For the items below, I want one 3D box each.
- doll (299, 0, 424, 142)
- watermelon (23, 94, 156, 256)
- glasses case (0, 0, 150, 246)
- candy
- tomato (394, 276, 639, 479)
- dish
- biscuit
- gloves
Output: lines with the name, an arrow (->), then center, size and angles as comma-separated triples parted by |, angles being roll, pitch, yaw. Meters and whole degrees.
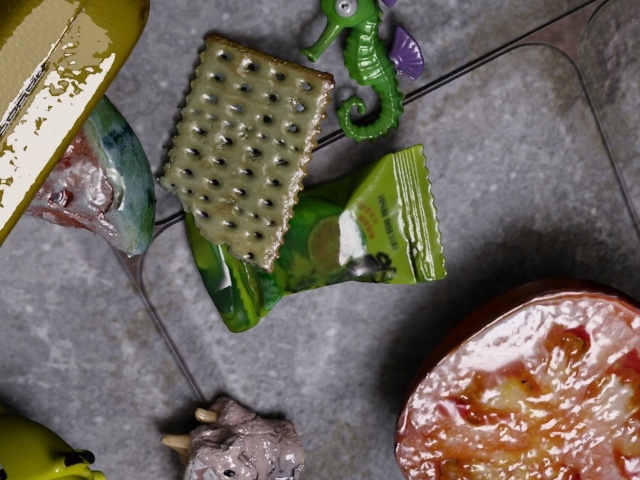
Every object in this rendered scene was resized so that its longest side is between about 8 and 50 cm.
doll -> 0.039, -0.181, 1.479 | 0.115, 0.050, 0.190 | -24, 118, -8
watermelon -> -0.228, -0.046, 1.455 | 0.139, 0.071, 0.187 | -20, 116, -2
glasses case -> -0.306, -0.108, 1.345 | 0.141, 0.173, 0.371 | 32, 98, -25
candy -> 0.000, 0.000, 1.529 | 0.246, 0.069, 0.149 | -12, 111, 13
tomato -> 0.244, 0.175, 1.623 | 0.338, 0.144, 0.338 | -3, 114, -6
dish -> -0.351, 0.232, 1.491 | 0.262, 0.221, 0.108 | -23, 77, -8
biscuit -> -0.078, -0.086, 1.474 | 0.144, 0.016, 0.203 | 21, 104, 4
gloves -> -0.086, 0.226, 1.595 | 0.144, 0.094, 0.110 | -15, 127, -18
